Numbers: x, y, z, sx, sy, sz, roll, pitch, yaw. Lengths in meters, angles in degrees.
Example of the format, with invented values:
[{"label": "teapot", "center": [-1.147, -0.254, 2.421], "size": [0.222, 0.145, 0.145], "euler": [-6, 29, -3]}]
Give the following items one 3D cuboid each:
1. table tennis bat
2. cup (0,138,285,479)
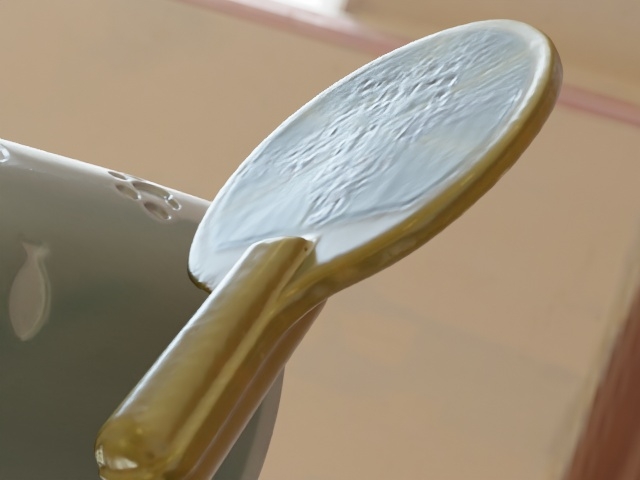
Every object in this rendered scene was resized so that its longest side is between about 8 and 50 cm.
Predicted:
[{"label": "table tennis bat", "center": [0.000, 0.000, 0.883], "size": [0.198, 0.050, 0.321], "euler": [-10, 33, 45]}, {"label": "cup", "center": [-0.199, 0.108, 1.072], "size": [0.259, 0.274, 0.357], "euler": [-44, 39, 40]}]
